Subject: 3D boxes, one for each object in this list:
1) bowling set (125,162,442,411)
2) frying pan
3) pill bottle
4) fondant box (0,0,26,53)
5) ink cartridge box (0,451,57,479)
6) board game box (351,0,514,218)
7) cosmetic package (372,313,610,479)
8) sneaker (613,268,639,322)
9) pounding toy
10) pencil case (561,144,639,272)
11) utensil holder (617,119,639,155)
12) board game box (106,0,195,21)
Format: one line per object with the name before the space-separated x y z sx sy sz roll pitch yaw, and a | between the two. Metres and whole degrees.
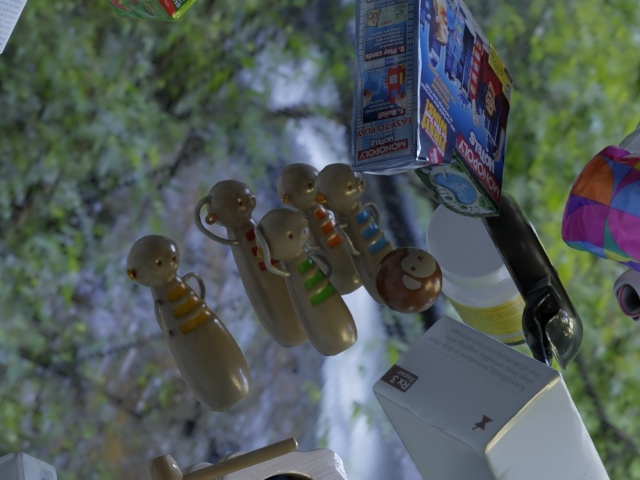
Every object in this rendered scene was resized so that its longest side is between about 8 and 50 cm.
bowling set | 0.000 0.000 1.462 0.154 0.200 0.287 62 34 -11
frying pan | 0.180 0.024 1.594 0.197 0.053 0.326 63 5 9
pill bottle | 0.183 0.030 1.900 0.119 0.119 0.208 35 -7 26
fondant box | -0.408 -0.402 2.064 0.096 0.330 0.238 34 12 35
ink cartridge box | -0.345 0.293 1.369 0.065 0.332 0.165 41 32 -59
board game box | 0.085 -0.108 1.436 0.194 0.060 0.194 50 40 -43
cosmetic package | 0.137 0.168 1.250 0.117 0.085 0.231 27 -27 45
sneaker | 0.300 0.048 1.655 0.051 0.070 0.134 50 -10 15
pounding toy | -0.052 0.285 1.786 0.269 0.155 0.154 3 73 -42
pencil case | 0.313 0.006 1.444 0.236 0.104 0.104 27 15 28
utensil holder | 0.512 -0.156 1.742 0.327 0.385 0.327 29 -12 6
board game box | -0.167 -0.245 1.317 0.092 0.043 0.181 14 -34 57
